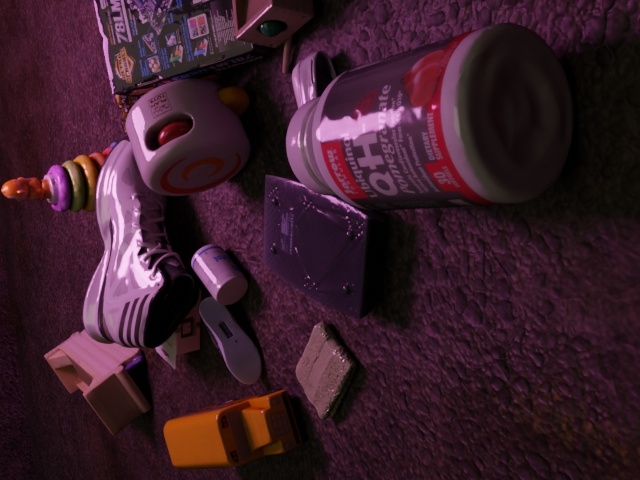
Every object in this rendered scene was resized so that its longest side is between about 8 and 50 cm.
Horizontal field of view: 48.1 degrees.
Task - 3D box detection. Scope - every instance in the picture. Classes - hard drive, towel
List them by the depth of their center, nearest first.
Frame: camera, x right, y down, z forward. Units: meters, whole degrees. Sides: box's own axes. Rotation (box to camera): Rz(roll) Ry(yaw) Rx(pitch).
[{"bbox_3d":[0.000,0.000,1.087,0.255,0.054,0.171,25,119,48],"label":"hard drive"},{"bbox_3d":[0.005,0.212,1.161,0.110,0.027,0.148,51,136,32],"label":"towel"}]

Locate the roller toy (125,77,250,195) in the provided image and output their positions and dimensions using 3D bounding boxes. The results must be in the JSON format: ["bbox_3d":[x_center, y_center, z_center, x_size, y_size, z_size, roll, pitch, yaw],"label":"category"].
[{"bbox_3d":[-0.228,-0.181,1.233,0.209,0.191,0.146,-44,63,50],"label":"roller toy"}]

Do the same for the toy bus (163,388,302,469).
[{"bbox_3d":[-0.171,0.362,1.353,0.333,0.130,0.108,-27,77,53],"label":"toy bus"}]

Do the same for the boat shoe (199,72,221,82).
[{"bbox_3d":[-0.258,-0.402,1.304,0.104,0.111,0.307,-31,79,32],"label":"boat shoe"}]

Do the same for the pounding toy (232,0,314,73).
[{"bbox_3d":[-0.065,-0.344,1.066,0.130,0.100,0.141,-21,72,53],"label":"pounding toy"}]

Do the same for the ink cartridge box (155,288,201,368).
[{"bbox_3d":[-0.309,0.174,1.551,0.104,0.060,0.180,29,121,47],"label":"ink cartridge box"}]

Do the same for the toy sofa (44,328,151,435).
[{"bbox_3d":[-0.584,0.360,1.933,0.363,0.177,0.150,14,135,52],"label":"toy sofa"}]

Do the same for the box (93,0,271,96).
[{"bbox_3d":[-0.244,-0.416,1.190,0.294,0.073,0.295,-10,92,27],"label":"box"}]

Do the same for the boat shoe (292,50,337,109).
[{"bbox_3d":[0.011,-0.182,1.024,0.063,0.066,0.184,-29,66,54],"label":"boat shoe"}]

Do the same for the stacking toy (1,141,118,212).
[{"bbox_3d":[-0.547,-0.122,1.591,0.175,0.302,0.165,17,112,50],"label":"stacking toy"}]

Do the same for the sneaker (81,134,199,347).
[{"bbox_3d":[-0.326,0.003,1.450,0.258,0.169,0.446,5,86,38],"label":"sneaker"}]

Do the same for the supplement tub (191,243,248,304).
[{"bbox_3d":[-0.191,0.063,1.352,0.107,0.071,0.071,46,133,36],"label":"supplement tub"}]

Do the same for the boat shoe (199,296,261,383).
[{"bbox_3d":[-0.170,0.191,1.374,0.183,0.065,0.083,59,169,6],"label":"boat shoe"}]

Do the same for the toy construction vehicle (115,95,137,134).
[{"bbox_3d":[-0.435,-0.304,1.626,0.086,0.035,0.098,-47,58,61],"label":"toy construction vehicle"}]

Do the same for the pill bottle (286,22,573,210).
[{"bbox_3d":[0.102,-0.123,0.811,0.319,0.176,0.176,0,99,54],"label":"pill bottle"}]
